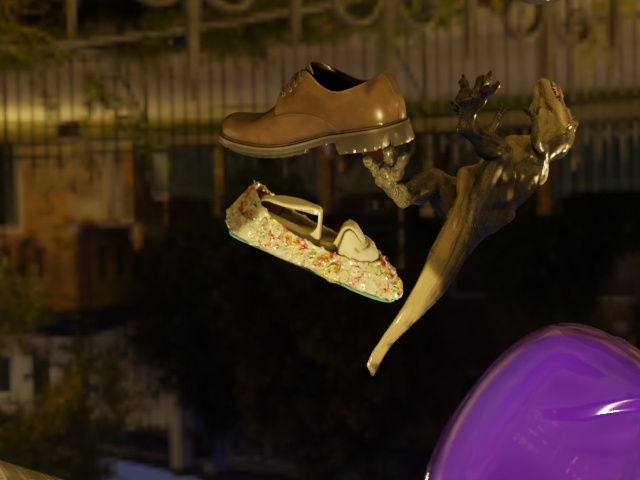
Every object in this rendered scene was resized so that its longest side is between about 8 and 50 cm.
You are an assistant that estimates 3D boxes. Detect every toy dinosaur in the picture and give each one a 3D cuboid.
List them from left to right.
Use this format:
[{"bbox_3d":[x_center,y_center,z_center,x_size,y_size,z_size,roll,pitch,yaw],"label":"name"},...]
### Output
[{"bbox_3d":[0.097,-0.040,0.957,0.064,0.118,0.268,15,-123,48],"label":"toy dinosaur"}]

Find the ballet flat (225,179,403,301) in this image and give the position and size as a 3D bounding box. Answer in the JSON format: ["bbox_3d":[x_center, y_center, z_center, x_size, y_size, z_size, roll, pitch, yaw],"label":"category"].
[{"bbox_3d":[0.000,0.000,1.696,0.241,0.077,0.091,23,-155,-4],"label":"ballet flat"}]

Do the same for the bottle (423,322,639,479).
[{"bbox_3d":[0.112,0.123,0.671,0.092,0.118,0.283,35,171,16],"label":"bottle"}]

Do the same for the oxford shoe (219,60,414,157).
[{"bbox_3d":[-0.012,-0.137,1.423,0.227,0.096,0.083,-5,-163,32],"label":"oxford shoe"}]

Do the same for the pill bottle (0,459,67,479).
[{"bbox_3d":[-0.206,0.249,0.993,0.161,0.161,0.283,1,159,43],"label":"pill bottle"}]

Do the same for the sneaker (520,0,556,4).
[{"bbox_3d":[0.347,-0.402,1.843,0.235,0.084,0.097,-28,143,-7],"label":"sneaker"}]
